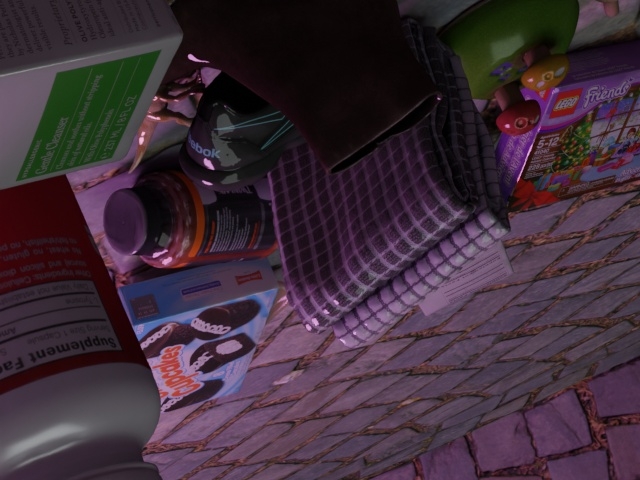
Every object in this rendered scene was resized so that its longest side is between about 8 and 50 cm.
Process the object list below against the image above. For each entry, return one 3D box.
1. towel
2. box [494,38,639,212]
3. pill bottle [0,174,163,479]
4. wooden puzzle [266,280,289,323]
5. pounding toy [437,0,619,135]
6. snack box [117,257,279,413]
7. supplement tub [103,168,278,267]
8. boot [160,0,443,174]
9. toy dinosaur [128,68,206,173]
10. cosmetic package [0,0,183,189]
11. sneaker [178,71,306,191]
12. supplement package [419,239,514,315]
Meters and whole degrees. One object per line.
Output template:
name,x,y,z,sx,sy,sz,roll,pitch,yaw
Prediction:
towel,0.057,-0.065,1.746,0.121,0.283,0.235,24,128,-34
box,0.349,-0.148,2.127,0.293,0.057,0.201,-14,139,-32
pill bottle,-0.278,0.096,1.501,0.229,0.407,0.229,-23,161,-8
wooden puzzle,-0.185,0.112,2.253,0.239,0.044,0.221,1,148,-44
pounding toy,0.239,-0.196,1.864,0.237,0.110,0.183,-26,162,1
snack box,-0.172,0.129,2.164,0.187,0.060,0.322,-14,156,-19
supplement tub,-0.134,-0.025,1.842,0.198,0.106,0.106,-5,153,-47
boot,-0.040,-0.144,1.484,0.248,0.206,0.090,-30,161,13
toy dinosaur,-0.155,-0.130,1.646,0.093,0.053,0.183,-9,157,-6
cosmetic package,-0.313,-0.125,1.267,0.366,0.155,0.197,-18,161,-27
sneaker,-0.020,-0.146,1.631,0.267,0.101,0.106,-39,150,-33
supplement package,0.148,-0.014,2.188,0.134,0.139,0.244,-26,162,4
